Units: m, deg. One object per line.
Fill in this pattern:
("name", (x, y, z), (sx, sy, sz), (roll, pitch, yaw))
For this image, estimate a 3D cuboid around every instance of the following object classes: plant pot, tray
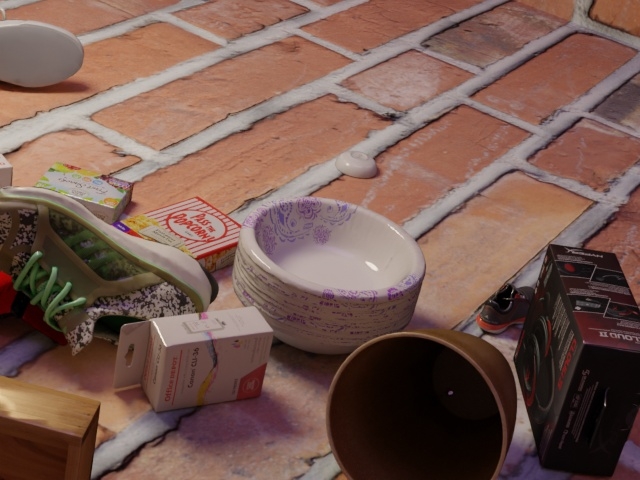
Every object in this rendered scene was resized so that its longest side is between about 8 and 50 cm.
("plant pot", (0.166, 0.212, 1.660), (0.237, 0.237, 0.254), (25, 18, 20))
("tray", (-0.458, 0.222, 1.384), (0.410, 0.203, 0.076), (15, 30, 3))

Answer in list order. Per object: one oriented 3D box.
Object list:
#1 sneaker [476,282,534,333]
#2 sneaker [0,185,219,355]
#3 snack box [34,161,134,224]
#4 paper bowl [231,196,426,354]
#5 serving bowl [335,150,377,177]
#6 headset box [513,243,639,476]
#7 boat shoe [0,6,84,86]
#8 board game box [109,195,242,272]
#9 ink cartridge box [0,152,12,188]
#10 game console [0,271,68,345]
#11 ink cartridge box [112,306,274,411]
("sneaker", (0.314, 0.099, 2.045), (0.061, 0.065, 0.158), (29, 33, 26))
("sneaker", (-0.338, 0.062, 1.721), (0.410, 0.158, 0.182), (20, 44, -16))
("snack box", (-0.395, -0.080, 2.099), (0.141, 0.037, 0.100), (15, 31, 4))
("paper bowl", (0.008, 0.064, 1.900), (0.284, 0.148, 0.284), (10, 29, -6))
("serving bowl", (0.071, -0.151, 2.417), (0.083, 0.027, 0.083), (10, 29, -6))
("headset box", (0.371, 0.174, 1.783), (0.110, 0.218, 0.293), (8, 30, -6))
("boat shoe", (-0.647, -0.374, 2.433), (0.367, 0.136, 0.156), (-6, 30, -13))
("board game box", (-0.221, 0.001, 2.021), (0.146, 0.045, 0.193), (32, 35, 30))
("ink cartridge box", (-0.581, -0.124, 2.082), (0.099, 0.056, 0.135), (-10, 36, -36))
("game console", (-0.422, 0.097, 1.808), (0.124, 0.085, 0.144), (-16, 27, 12))
("ink cartridge box", (-0.172, 0.162, 1.693), (0.198, 0.115, 0.067), (-6, 35, -28))
